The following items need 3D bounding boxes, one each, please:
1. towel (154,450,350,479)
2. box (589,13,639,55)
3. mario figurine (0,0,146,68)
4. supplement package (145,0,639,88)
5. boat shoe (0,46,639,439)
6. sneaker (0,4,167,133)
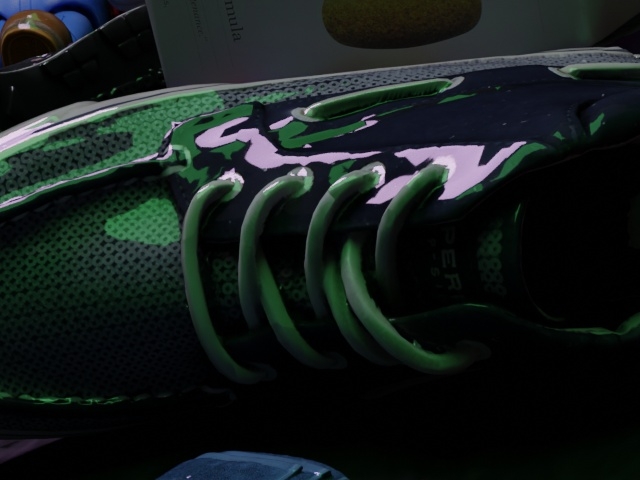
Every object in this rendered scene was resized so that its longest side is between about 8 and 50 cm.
[{"bbox_3d":[-0.051,0.096,0.513,0.067,0.029,0.119,2,23,43],"label":"towel"},{"bbox_3d":[0.094,-0.085,0.922,0.293,0.057,0.201,-26,21,-34],"label":"box"},{"bbox_3d":[-0.215,-0.204,1.331,0.198,0.170,0.320,22,29,-1],"label":"mario figurine"},{"bbox_3d":[0.039,-0.166,0.884,0.244,0.139,0.134,-3,19,32],"label":"supplement package"},{"bbox_3d":[0.000,0.000,0.602,0.340,0.127,0.158,-16,10,-10],"label":"boat shoe"},{"bbox_3d":[-0.191,-0.052,1.013,0.283,0.107,0.124,-20,3,-32],"label":"sneaker"}]
